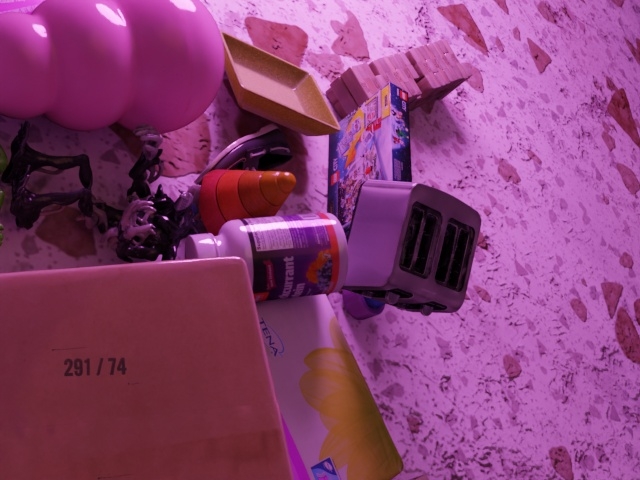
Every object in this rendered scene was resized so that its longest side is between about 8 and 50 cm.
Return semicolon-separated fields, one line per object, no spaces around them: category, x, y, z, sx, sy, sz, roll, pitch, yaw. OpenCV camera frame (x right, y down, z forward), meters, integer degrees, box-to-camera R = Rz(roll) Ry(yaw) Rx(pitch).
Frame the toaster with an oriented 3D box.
toaster;0.126;0.005;1.263;0.168;0.110;0.185;22;78;-42

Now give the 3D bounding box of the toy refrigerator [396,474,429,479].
toy refrigerator;0.036;0.388;1.143;0.269;0.102;0.094;-14;74;-45

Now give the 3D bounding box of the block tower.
block tower;0.146;-0.289;1.669;0.335;0.091;0.097;-25;83;-47

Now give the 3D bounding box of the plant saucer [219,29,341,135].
plant saucer;-0.076;-0.238;1.439;0.188;0.045;0.188;19;30;-32

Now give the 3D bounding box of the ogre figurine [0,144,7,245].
ogre figurine;-0.422;-0.081;1.035;0.118;0.097;0.197;24;62;-44

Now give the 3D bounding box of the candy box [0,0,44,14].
candy box;-0.455;-0.372;1.201;0.159;0.071;0.233;-32;87;-47

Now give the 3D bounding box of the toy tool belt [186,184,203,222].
toy tool belt;-0.161;-0.038;1.279;0.083;0.052;0.051;37;76;-15

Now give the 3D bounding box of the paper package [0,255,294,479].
paper package;-0.220;0.189;0.934;0.325;0.168;0.309;-5;69;-25

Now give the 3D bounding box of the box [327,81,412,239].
box;0.076;-0.118;1.450;0.044;0.159;0.233;23;52;-30

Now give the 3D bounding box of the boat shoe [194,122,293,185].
boat shoe;-0.107;-0.115;1.349;0.065;0.075;0.206;50;38;0

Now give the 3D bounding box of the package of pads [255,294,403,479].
package of pads;-0.039;0.214;1.185;0.229;0.101;0.296;-16;76;-45

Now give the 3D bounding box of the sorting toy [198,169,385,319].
sorting toy;0.000;0.000;1.293;0.365;0.126;0.127;36;46;-34

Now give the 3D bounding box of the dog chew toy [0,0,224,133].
dog chew toy;-0.293;-0.233;1.177;0.332;0.206;0.206;-13;74;-36

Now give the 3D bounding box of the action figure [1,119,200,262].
action figure;-0.248;-0.053;1.140;0.276;0.141;0.164;15;46;-32

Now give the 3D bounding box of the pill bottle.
pill bottle;-0.071;0.024;1.165;0.193;0.108;0.108;-5;67;-20
